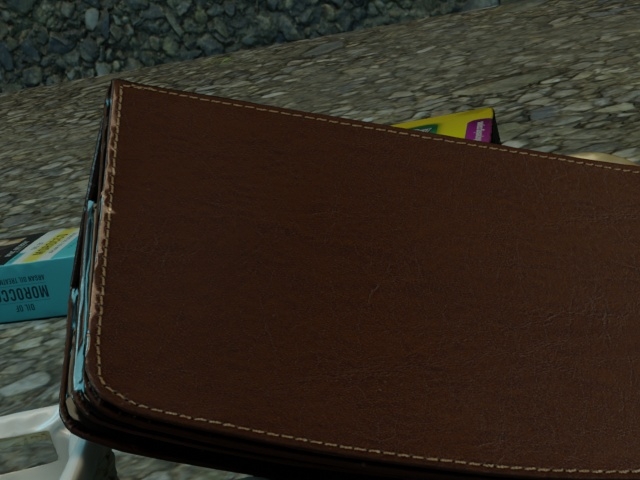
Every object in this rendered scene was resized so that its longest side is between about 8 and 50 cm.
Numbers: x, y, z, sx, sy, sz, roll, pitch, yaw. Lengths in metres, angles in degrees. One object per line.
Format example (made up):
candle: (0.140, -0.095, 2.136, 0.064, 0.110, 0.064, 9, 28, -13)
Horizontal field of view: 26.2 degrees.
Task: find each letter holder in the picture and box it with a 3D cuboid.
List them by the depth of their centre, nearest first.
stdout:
letter holder: (0.025, 0.065, 0.702, 0.302, 0.152, 0.214, 8, 45, -13)

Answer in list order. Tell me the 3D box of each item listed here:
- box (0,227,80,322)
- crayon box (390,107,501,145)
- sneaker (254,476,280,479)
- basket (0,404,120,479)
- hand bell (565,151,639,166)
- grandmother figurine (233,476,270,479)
box: (-0.261, 0.031, 1.345, 0.244, 0.060, 0.100, -7, 17, 18)
crayon box: (0.000, 0.000, 1.168, 0.313, 0.106, 0.363, -11, 16, 12)
sneaker: (0.036, 0.090, 0.885, 0.121, 0.079, 0.217, 0, 21, 40)
basket: (-0.168, 0.170, 0.734, 0.113, 0.103, 0.167, -12, 16, 4)
hand bell: (0.177, 0.052, 0.905, 0.126, 0.126, 0.242, -9, 29, 15)
grandmother figurine: (-0.077, 0.208, 0.550, 0.208, 0.104, 0.342, -13, 12, 27)
